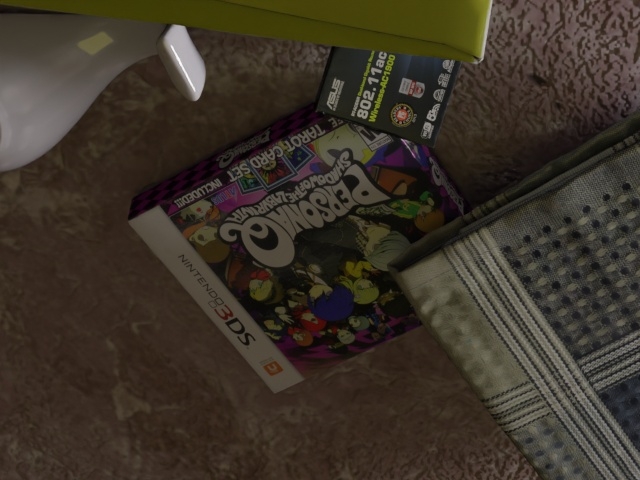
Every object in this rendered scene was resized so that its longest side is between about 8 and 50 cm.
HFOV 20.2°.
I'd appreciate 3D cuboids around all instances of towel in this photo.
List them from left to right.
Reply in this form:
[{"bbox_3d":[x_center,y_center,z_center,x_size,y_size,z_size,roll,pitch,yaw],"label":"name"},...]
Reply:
[{"bbox_3d":[0.258,0.049,1.409,0.312,0.056,0.324,-28,122,15],"label":"towel"}]

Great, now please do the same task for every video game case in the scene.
[{"bbox_3d":[0.000,0.000,1.424,0.232,0.042,0.210,-26,120,22],"label":"video game case"}]

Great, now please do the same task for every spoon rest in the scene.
[{"bbox_3d":[-0.204,-0.121,1.350,0.276,0.084,0.137,-9,124,28],"label":"spoon rest"}]

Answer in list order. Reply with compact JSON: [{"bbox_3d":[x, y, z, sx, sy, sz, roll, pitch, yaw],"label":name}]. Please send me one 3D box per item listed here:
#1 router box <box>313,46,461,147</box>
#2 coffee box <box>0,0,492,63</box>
[{"bbox_3d":[0.055,-0.138,1.295,0.092,0.038,0.122,16,99,-5],"label":"router box"},{"bbox_3d":[-0.046,-0.338,1.010,0.338,0.334,0.338,7,125,1],"label":"coffee box"}]
